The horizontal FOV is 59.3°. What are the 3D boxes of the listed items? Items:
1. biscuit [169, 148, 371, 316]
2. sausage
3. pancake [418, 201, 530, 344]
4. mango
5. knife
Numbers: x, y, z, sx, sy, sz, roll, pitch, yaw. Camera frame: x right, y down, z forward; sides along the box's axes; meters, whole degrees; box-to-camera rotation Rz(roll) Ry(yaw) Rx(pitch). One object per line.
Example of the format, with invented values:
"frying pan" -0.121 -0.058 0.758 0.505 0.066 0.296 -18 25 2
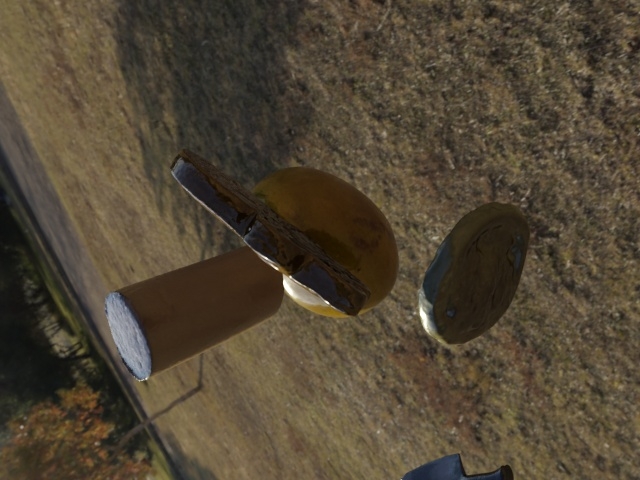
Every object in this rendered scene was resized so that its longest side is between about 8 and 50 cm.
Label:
"biscuit" -0.050 -0.008 0.548 0.236 0.039 0.180 40 -175 10
"sausage" -0.161 0.089 0.791 0.123 0.253 0.123 18 117 40
"pancake" 0.239 0.053 0.825 0.050 0.242 0.242 31 138 42
"mango" 0.000 0.000 1.057 0.221 0.378 0.264 -18 60 31
"knife" 0.216 0.389 0.936 0.230 0.028 0.060 -34 56 44
